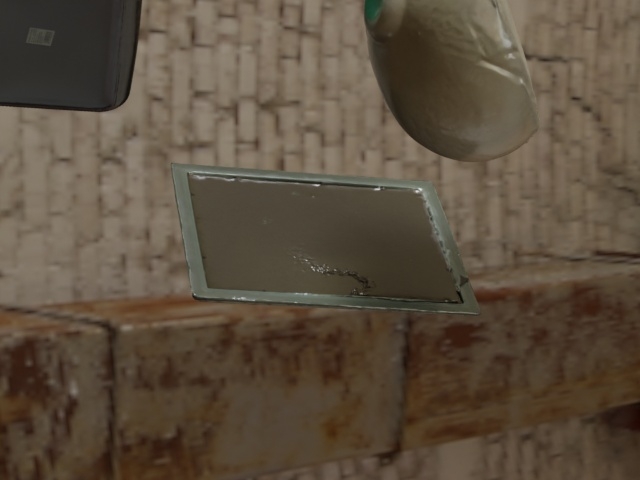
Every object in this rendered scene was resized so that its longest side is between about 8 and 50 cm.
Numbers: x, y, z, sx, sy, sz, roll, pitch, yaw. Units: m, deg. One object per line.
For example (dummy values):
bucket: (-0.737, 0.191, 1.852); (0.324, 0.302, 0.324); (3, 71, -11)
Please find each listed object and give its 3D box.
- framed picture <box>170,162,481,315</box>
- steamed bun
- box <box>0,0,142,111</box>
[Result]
framed picture: (0.000, 0.000, 1.560); (0.216, 0.273, 0.016); (-104, -157, -52)
steamed bun: (0.109, -0.177, 1.501); (0.131, 0.177, 0.228); (-19, -91, 0)
box: (-0.200, -0.181, 1.209); (0.201, 0.144, 0.090); (111, -20, -58)
